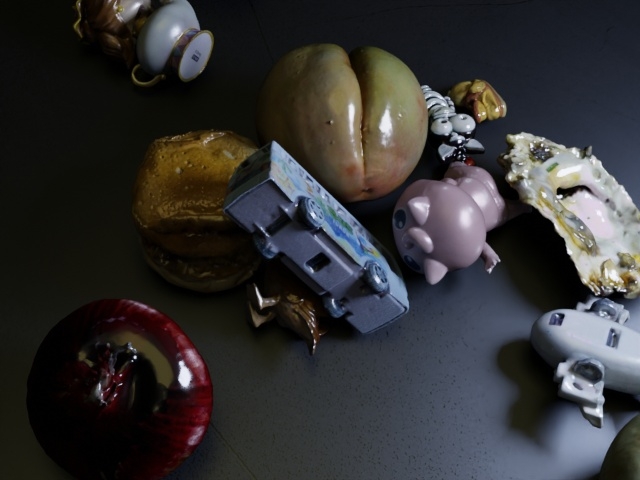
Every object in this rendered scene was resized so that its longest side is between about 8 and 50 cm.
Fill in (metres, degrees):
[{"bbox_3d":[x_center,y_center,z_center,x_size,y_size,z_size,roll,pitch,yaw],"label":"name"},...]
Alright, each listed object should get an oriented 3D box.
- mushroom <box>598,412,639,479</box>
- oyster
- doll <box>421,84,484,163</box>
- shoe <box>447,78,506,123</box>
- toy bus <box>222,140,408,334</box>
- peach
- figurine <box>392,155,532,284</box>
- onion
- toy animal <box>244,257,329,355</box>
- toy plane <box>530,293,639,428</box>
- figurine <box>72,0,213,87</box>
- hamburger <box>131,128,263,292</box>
[{"bbox_3d":[0.547,0.364,1.328,0.351,0.260,0.352,2,56,-3],"label":"mushroom"},{"bbox_3d":[0.426,-0.040,1.633,0.201,0.107,0.355,-23,69,-25],"label":"oyster"},{"bbox_3d":[0.208,-0.205,1.728,0.091,0.067,0.219,-11,42,-16],"label":"doll"},{"bbox_3d":[0.278,-0.250,1.774,0.069,0.072,0.109,-24,64,-20],"label":"shoe"},{"bbox_3d":[0.000,0.000,1.506,0.109,0.329,0.136,-33,32,24],"label":"toy bus"},{"bbox_3d":[0.037,-0.190,1.639,0.292,0.247,0.292,12,58,-20],"label":"peach"},{"bbox_3d":[0.214,-0.035,1.627,0.287,0.186,0.176,-39,107,-42],"label":"figurine"},{"bbox_3d":[-0.289,0.212,1.387,0.272,0.285,0.273,-1,82,4],"label":"onion"},{"bbox_3d":[-0.023,0.096,1.568,0.179,0.089,0.188,-16,56,-28],"label":"toy animal"},{"bbox_3d":[0.435,0.183,1.515,0.244,0.118,0.245,4,44,-4],"label":"toy plane"},{"bbox_3d":[-0.328,-0.386,1.796,0.263,0.142,0.190,30,87,14],"label":"figurine"},{"bbox_3d":[-0.187,-0.050,1.599,0.244,0.163,0.245,-2,55,3],"label":"hamburger"}]
